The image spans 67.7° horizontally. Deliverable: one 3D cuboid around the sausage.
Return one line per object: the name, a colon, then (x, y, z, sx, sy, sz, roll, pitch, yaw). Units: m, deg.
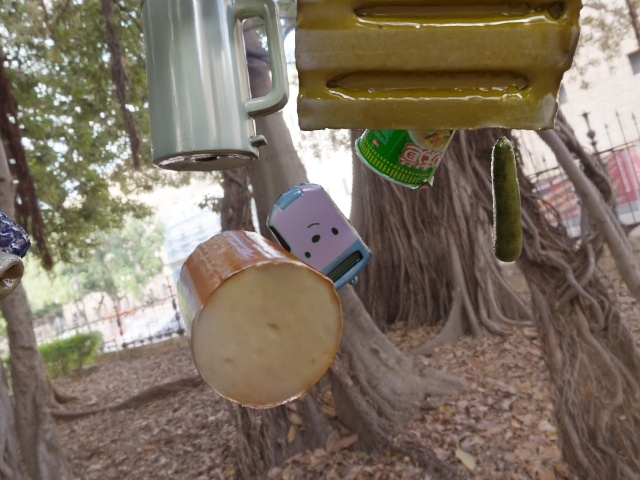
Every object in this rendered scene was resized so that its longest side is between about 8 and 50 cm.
sausage: (-0.117, 0.113, 0.799, 0.233, 0.232, 0.287, -15, 13, -19)

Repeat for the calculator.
calculator: (0.000, 0.000, 1.150, 0.173, 0.293, 0.051, -41, 19, -8)

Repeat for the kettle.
kettle: (-0.216, -0.309, 0.925, 0.265, 0.317, 0.205, -8, -3, 41)

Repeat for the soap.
soap: (0.128, -0.233, 0.559, 0.315, 0.199, 0.091, 0, 31, 2)

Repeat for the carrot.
carrot: (0.460, -0.094, 1.181, 0.074, 0.358, 0.074, -11, 34, 8)

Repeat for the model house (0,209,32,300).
model house: (-0.496, -0.026, 0.530, 0.285, 0.243, 0.298, 21, -41, -5)

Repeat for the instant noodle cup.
instant noodle cup: (0.217, -0.261, 1.038, 0.207, 0.207, 0.232, -13, -36, -42)
